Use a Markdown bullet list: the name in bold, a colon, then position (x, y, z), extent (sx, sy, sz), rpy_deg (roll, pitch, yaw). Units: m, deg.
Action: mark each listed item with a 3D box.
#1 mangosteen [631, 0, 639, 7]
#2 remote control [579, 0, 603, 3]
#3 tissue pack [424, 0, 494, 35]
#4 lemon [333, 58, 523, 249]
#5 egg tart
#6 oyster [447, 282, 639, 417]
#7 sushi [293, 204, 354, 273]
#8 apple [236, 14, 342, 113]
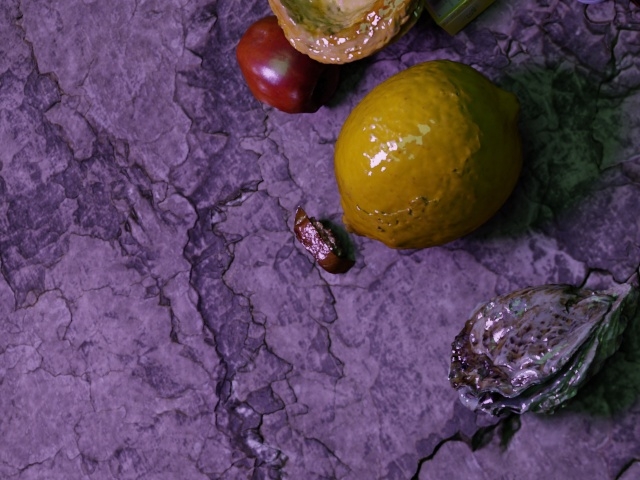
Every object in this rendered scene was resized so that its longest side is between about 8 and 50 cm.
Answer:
- **mangosteen**: position (0.481, -0.396, 1.393), extent (0.216, 0.216, 0.216), rpy_deg (-5, 80, 30)
- **remote control**: position (0.409, -0.460, 1.534), extent (0.087, 0.047, 0.244), rpy_deg (14, 88, 35)
- **tissue pack**: position (0.184, -0.414, 1.651), extent (0.095, 0.062, 0.176), rpy_deg (-39, 64, 18)
- **lemon**: position (0.145, -0.117, 1.519), extent (0.310, 0.253, 0.253), rpy_deg (-38, 65, 21)
- **egg tart**: position (0.054, -0.398, 1.618), extent (0.294, 0.123, 0.294), rpy_deg (-7, 77, 32)
- **oyster**: position (0.303, 0.152, 1.476), extent (0.268, 0.112, 0.198), rpy_deg (-11, 56, 37)
- **sushi**: position (0.000, 0.000, 1.700), extent (0.055, 0.052, 0.120), rpy_deg (-48, 62, 15)
- **apple**: position (-0.055, -0.287, 1.718), extent (0.158, 0.147, 0.156), rpy_deg (32, 73, 19)
